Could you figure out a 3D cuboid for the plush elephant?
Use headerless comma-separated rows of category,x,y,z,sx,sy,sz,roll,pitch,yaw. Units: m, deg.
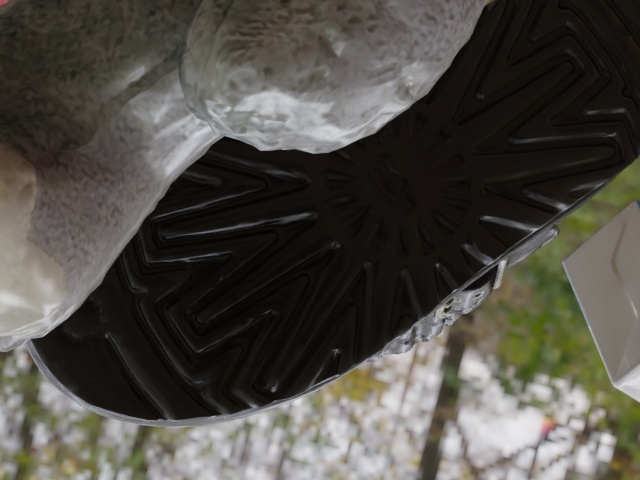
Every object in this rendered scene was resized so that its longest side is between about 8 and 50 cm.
plush elephant,-0.018,-0.174,0.373,0.330,0.272,0.255,-21,154,-1

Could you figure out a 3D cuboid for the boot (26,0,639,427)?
boot,0.003,0.003,0.933,0.348,0.131,0.260,-24,174,-20

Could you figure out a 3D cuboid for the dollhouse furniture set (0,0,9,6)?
dollhouse furniture set,-0.064,-0.236,0.837,0.201,0.374,0.152,43,-167,-51

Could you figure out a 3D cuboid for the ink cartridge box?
ink cartridge box,0.291,0.084,1.339,0.231,0.078,0.134,31,-153,-33
